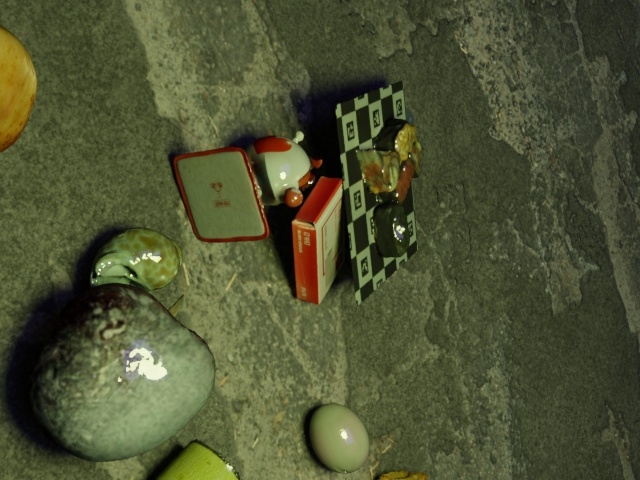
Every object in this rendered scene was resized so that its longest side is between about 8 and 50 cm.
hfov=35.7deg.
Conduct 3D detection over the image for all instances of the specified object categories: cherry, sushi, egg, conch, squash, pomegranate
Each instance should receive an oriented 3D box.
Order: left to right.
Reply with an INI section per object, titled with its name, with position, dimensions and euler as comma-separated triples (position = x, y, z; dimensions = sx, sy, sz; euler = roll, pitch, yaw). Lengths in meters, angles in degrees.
[pomegranate]
position = -0.511, -0.220, 1.348
dimensions = 0.248, 0.248, 0.248
euler = 6, 81, -39
[cherry]
position = -0.292, 0.192, 1.483
dimensions = 0.296, 0.218, 0.255
euler = -51, 120, -17
[conch]
position = -0.291, 0.033, 1.578
dimensions = 0.173, 0.106, 0.116
euler = -25, 124, -20
[squash]
position = -0.239, 0.441, 1.550
dimensions = 0.247, 0.132, 0.132
euler = -44, 111, -33
[egg]
position = 0.034, 0.358, 1.800
dimensions = 0.103, 0.103, 0.135
euler = -36, 106, -37
[sushi]
position = 0.140, -0.100, 1.842
dimensions = 0.343, 0.064, 0.359
euler = -34, 122, -61

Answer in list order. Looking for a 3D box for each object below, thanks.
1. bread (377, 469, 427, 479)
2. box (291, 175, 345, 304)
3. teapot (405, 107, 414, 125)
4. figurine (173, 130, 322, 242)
[bread]
position = 0.159, 0.546, 1.893
dimensions = 0.114, 0.083, 0.211
euler = 2, 83, -45
[box]
position = 0.000, 0.000, 1.761
dimensions = 0.229, 0.050, 0.123
euler = 89, 25, -49
[teapot]
position = 0.153, -0.249, 2.004
dimensions = 0.066, 0.057, 0.088
euler = -23, 100, -40
[figurine]
position = -0.098, -0.112, 1.706
dimensions = 0.226, 0.183, 0.160
euler = -31, 111, -44
